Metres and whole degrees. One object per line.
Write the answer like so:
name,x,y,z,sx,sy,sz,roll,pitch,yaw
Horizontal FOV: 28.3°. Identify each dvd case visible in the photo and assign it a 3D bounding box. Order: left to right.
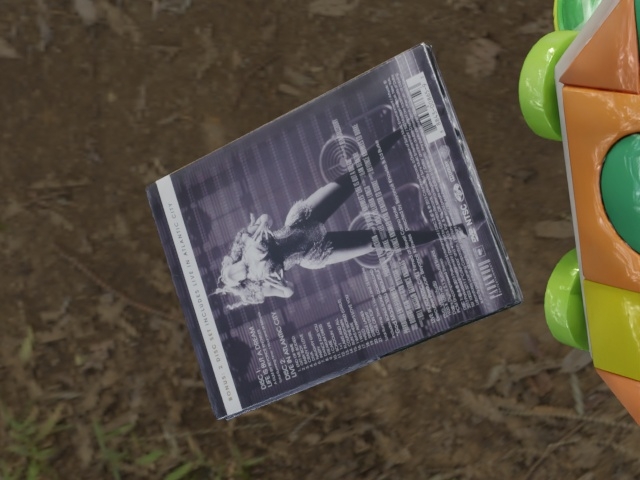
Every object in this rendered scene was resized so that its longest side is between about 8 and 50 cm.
dvd case,0.000,0.000,0.786,0.221,0.018,0.164,-25,77,27

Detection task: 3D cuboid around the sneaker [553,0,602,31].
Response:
sneaker,0.288,-0.217,0.878,0.295,0.123,0.109,-34,91,-2

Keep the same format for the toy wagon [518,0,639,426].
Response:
toy wagon,0.196,-0.037,0.544,0.267,0.068,0.344,15,123,50
